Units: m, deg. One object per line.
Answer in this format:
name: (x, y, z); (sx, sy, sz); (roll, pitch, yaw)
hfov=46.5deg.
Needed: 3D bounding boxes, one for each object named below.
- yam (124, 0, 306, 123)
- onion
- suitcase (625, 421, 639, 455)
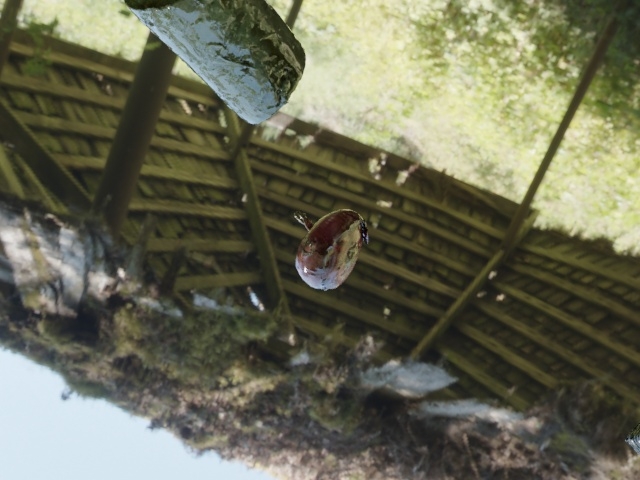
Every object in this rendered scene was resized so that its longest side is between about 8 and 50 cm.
yam: (-0.141, -0.305, 1.079); (0.268, 0.161, 0.161); (45, 177, -42)
onion: (0.000, 0.000, 1.265); (0.140, 0.150, 0.150); (35, -162, 23)
suitcase: (0.684, 0.259, 1.186); (0.152, 0.335, 0.229); (46, 163, 7)
